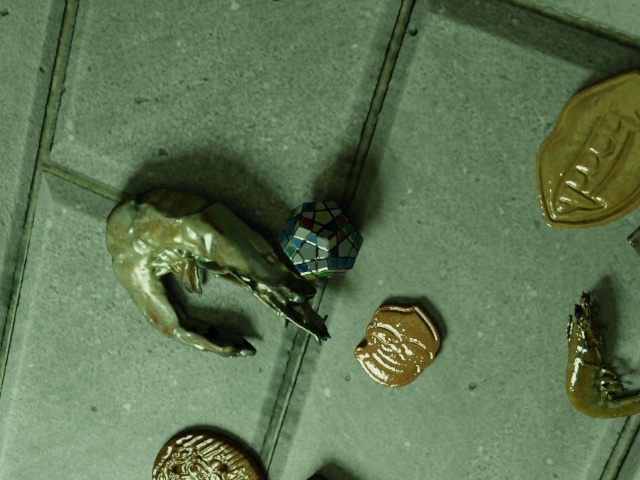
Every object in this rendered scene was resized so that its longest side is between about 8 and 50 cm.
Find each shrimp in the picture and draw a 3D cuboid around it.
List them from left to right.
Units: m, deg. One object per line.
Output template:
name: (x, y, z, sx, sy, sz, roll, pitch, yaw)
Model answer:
shrimp: (-0.145, 0.063, 1.710, 0.360, 0.085, 0.247, 26, 125, 15)
shrimp: (0.367, 0.148, 1.559, 0.124, 0.034, 0.178, 4, 112, 17)

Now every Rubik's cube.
Rubik's cube: (0.000, 0.000, 1.616, 0.111, 0.093, 0.111, 8, 114, 19)

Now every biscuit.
biscuit: (-0.165, 0.367, 1.850, 0.188, 0.027, 0.188, 7, 110, 20)
biscuit: (0.103, 0.139, 1.666, 0.102, 0.019, 0.130, 36, 117, 5)
biscuit: (0.335, -0.101, 1.484, 0.142, 0.029, 0.220, 34, 117, 7)

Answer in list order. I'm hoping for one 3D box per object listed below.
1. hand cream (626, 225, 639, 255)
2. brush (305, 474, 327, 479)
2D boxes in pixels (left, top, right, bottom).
hand cream: (0.441, 0.037, 1.488, 0.163, 0.039, 0.062, 41, 134, 6)
brush: (0.028, 0.433, 1.780, 0.197, 0.059, 0.123, 37, 115, 5)
